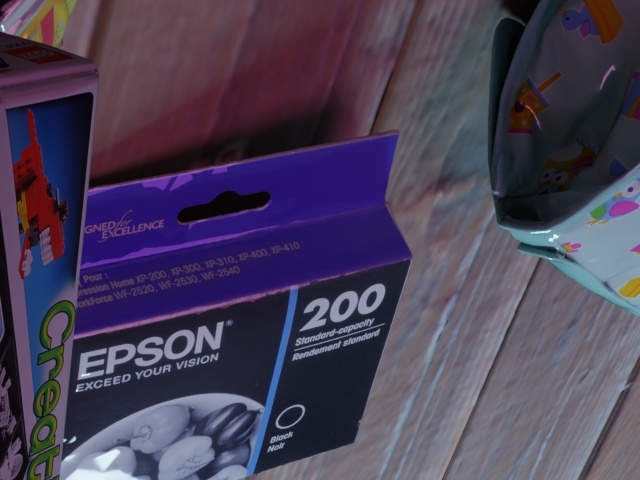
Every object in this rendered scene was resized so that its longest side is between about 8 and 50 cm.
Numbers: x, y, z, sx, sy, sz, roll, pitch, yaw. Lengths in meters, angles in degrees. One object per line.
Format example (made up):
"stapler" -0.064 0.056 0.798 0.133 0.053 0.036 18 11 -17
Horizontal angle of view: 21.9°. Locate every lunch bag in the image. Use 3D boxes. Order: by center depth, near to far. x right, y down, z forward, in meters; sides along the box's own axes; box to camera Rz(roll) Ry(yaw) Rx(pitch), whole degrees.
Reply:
"lunch bag" 0.212 -0.087 0.968 0.262 0.160 0.223 -57 149 2

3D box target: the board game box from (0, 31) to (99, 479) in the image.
"board game box" -0.164 0.096 0.524 0.193 0.053 0.305 -20 125 -54

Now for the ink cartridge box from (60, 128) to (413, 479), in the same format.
"ink cartridge box" -0.054 0.050 0.864 0.206 0.045 0.208 -13 135 -29

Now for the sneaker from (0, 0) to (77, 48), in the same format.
"sneaker" -0.136 -0.045 0.617 0.208 0.081 0.094 -61 145 -16

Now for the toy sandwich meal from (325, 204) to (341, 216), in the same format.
"toy sandwich meal" 0.000 0.000 0.919 0.086 0.029 0.085 -32 145 -26
